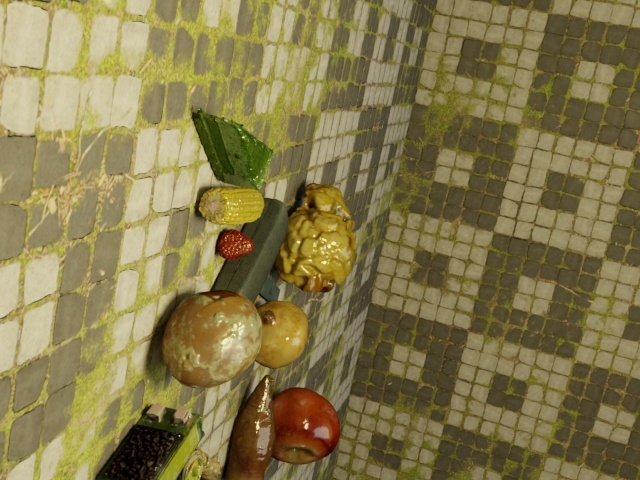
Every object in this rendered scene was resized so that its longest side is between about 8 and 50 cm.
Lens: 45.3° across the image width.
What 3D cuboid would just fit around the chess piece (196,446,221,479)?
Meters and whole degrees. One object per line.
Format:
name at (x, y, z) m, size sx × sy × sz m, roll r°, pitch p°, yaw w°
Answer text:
chess piece at (-0.292, 0.545, 1.880) m, size 0.172 × 0.060 × 0.060 m, roll 74°, pitch 33°, yaw -62°

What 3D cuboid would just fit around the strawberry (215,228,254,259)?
strawberry at (-0.187, 0.012, 1.695) m, size 0.073 × 0.083 × 0.073 m, roll -48°, pitch 147°, yaw -45°

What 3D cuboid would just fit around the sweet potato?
sweet potato at (-0.186, 0.541, 2.149) m, size 0.131 × 0.131 × 0.336 m, roll -20°, pitch 123°, yaw -73°

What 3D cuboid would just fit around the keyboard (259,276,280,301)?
keyboard at (-0.141, 0.142, 2.132) m, size 0.176 × 0.014 × 0.055 m, roll 59°, pitch 47°, yaw -71°

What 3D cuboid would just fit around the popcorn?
popcorn at (0.000, 0.000, 2.144) m, size 0.265 × 0.225 × 0.332 m, roll 64°, pitch 31°, yaw -62°

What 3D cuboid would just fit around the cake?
cake at (-0.176, -0.172, 1.496) m, size 0.235 × 0.100 × 0.099 m, roll 35°, pitch 70°, yaw -76°

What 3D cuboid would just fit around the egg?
egg at (-0.218, 0.195, 1.537) m, size 0.233 × 0.195 × 0.194 m, roll -31°, pitch 136°, yaw -49°

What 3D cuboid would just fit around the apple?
apple at (-0.061, 0.586, 2.429) m, size 0.272 × 0.252 × 0.206 m, roll 62°, pitch 27°, yaw -47°

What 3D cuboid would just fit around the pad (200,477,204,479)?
pad at (-0.355, 0.751, 1.951) m, size 0.220 × 0.004 × 0.330 m, roll 33°, pitch 72°, yaw -76°

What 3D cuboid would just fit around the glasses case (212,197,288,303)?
glasses case at (-0.163, 0.048, 1.828) m, size 0.131 × 0.074 × 0.323 m, roll 83°, pitch 25°, yaw -53°

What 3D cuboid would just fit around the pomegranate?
pomegranate at (-0.118, 0.241, 2.022) m, size 0.196 × 0.196 × 0.196 m, roll 15°, pitch 90°, yaw -76°

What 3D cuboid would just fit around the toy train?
toy train at (-0.328, 0.453, 1.506) m, size 0.261 × 0.134 × 0.177 m, roll -58°, pitch 150°, yaw -52°

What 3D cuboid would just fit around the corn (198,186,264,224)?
corn at (-0.182, -0.073, 1.622) m, size 0.248 × 0.081 × 0.081 m, roll -15°, pitch 119°, yaw -75°
